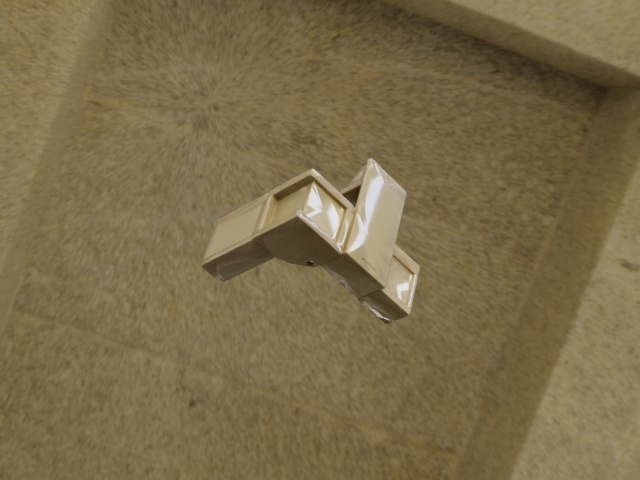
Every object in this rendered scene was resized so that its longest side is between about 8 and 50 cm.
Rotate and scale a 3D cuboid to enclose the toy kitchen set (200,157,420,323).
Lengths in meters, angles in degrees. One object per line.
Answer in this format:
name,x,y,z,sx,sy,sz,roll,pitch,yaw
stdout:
toy kitchen set,0.000,0.000,0.574,0.075,0.068,0.083,-26,-56,38
